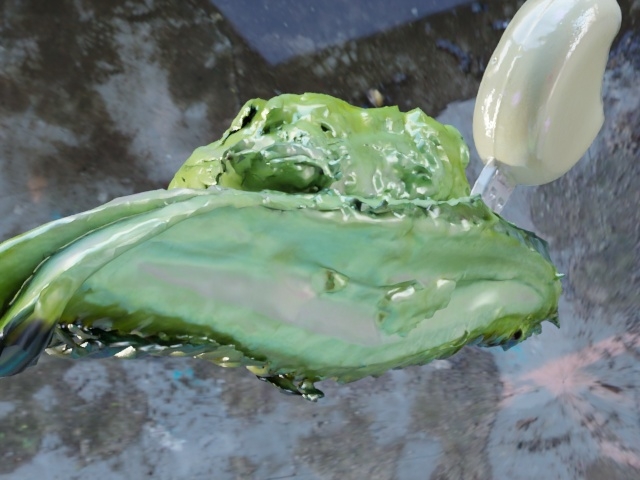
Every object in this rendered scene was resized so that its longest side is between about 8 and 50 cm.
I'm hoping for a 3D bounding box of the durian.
[{"bbox_3d":[0.003,0.007,0.462,0.106,0.375,0.132,41,112,29],"label":"durian"}]

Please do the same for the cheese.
[{"bbox_3d":[0.164,-0.096,0.960,0.070,0.163,0.249,26,62,32],"label":"cheese"}]
